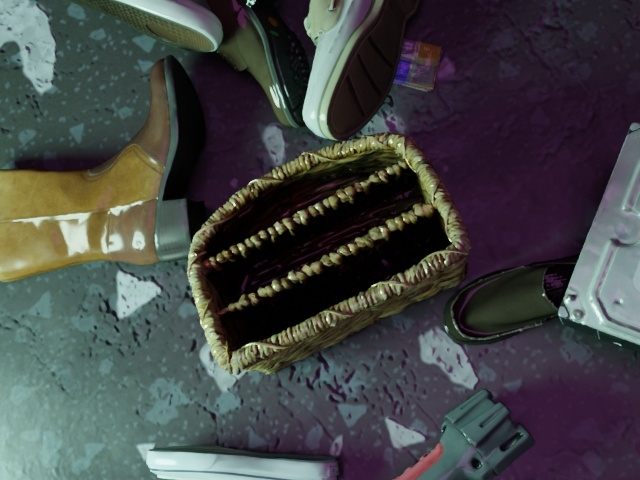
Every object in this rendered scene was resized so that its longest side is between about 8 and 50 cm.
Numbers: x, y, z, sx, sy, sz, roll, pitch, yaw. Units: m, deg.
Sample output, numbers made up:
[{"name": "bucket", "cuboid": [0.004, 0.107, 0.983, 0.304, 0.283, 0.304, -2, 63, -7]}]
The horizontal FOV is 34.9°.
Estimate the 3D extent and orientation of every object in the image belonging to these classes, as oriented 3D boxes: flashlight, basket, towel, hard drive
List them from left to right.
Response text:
[{"name": "basket", "cuboid": [0.000, 0.000, 1.142, 0.299, 0.223, 0.214, -26, 79, 4]}, {"name": "flashlight", "cuboid": [0.089, 0.286, 1.143, 0.304, 0.103, 0.103, -39, 84, -9]}, {"name": "towel", "cuboid": [0.108, -0.223, 1.268, 0.083, 0.009, 0.060, 17, 85, 10]}, {"name": "hard drive", "cuboid": [0.446, 0.034, 1.049, 0.338, 0.064, 0.237, 21, 82, 23]}]

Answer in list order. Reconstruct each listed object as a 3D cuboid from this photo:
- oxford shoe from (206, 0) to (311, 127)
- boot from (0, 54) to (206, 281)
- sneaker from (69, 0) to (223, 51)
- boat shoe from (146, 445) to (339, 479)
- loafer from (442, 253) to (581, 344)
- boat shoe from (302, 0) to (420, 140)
[{"name": "oxford shoe", "cuboid": [-0.079, -0.236, 1.272, 0.096, 0.083, 0.227, -27, 82, 29]}, {"name": "boot", "cuboid": [-0.286, -0.090, 1.281, 0.280, 0.096, 0.264, -5, 88, 14]}, {"name": "sneaker", "cuboid": [-0.226, -0.333, 1.269, 0.290, 0.106, 0.123, 28, 81, 22]}, {"name": "boat shoe", "cuboid": [-0.093, 0.284, 1.181, 0.226, 0.083, 0.076, 3, 85, 6]}, {"name": "loafer", "cuboid": [0.245, 0.058, 1.172, 0.220, 0.078, 0.080, -21, 79, 4]}, {"name": "boat shoe", "cuboid": [0.039, -0.254, 1.232, 0.103, 0.113, 0.302, 12, 66, 29]}]
